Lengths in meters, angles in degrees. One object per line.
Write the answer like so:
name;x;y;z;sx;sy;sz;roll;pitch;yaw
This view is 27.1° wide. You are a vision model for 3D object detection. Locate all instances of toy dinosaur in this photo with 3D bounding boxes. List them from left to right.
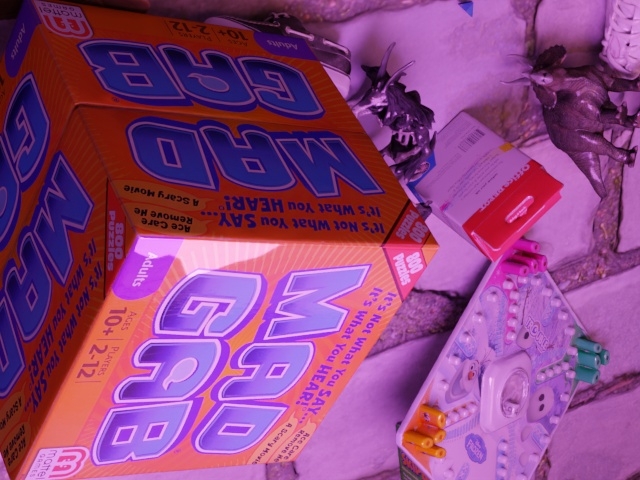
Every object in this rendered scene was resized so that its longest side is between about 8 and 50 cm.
toy dinosaur;0.382;-0.184;1.925;0.121;0.160;0.313;-62;150;-19

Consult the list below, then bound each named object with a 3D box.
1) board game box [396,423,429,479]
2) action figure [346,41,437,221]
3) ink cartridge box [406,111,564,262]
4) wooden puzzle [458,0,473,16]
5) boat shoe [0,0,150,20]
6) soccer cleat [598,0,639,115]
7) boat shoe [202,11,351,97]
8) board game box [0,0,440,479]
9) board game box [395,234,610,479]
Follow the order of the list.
board game box;0.177;0.418;2.180;0.039;0.124;0.259;-27;132;-19
action figure;0.074;-0.115;1.728;0.141;0.164;0.276;-29;138;-23
ink cartridge box;0.229;-0.065;1.815;0.134;0.231;0.078;-43;134;-2
wooden puzzle;0.210;-0.360;1.756;0.078;0.014;0.116;24;103;-38
boat shoe;-0.320;-0.291;1.376;0.302;0.098;0.109;1;162;-36
soccer cleat;0.455;-0.296;1.900;0.143;0.116;0.331;-39;134;-7
boat shoe;-0.053;-0.238;1.619;0.219;0.077;0.070;19;73;-38
board game box;-0.165;0.003;1.442;0.356;0.356;0.356;3;133;-36
board game box;0.307;0.244;2.113;0.390;0.050;0.390;-58;137;-18
